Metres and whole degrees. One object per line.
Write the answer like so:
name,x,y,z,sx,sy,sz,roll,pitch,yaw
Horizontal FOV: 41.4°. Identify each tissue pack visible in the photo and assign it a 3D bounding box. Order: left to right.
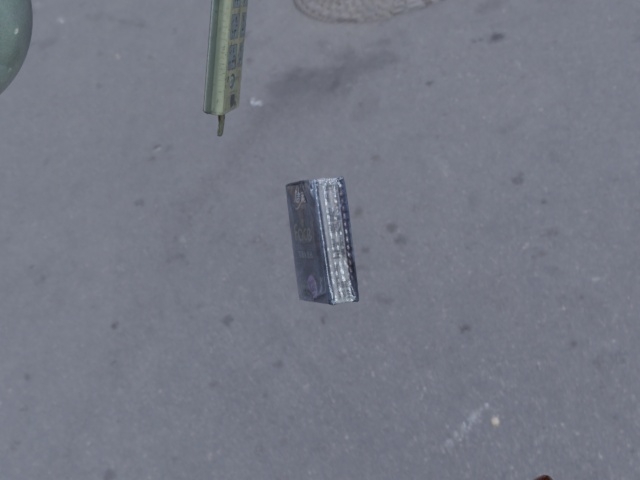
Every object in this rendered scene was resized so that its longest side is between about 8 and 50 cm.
tissue pack,0.000,0.000,1.059,0.051,0.156,0.112,-8,3,-22

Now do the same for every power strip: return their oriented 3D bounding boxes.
power strip,-0.146,-0.290,1.300,0.034,0.267,0.092,11,20,11

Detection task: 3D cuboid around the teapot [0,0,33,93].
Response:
teapot,-0.285,-0.120,0.554,0.184,0.183,0.250,-23,43,2

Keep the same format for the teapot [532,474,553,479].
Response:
teapot,0.139,0.161,0.382,0.098,0.078,0.129,-19,43,-32
